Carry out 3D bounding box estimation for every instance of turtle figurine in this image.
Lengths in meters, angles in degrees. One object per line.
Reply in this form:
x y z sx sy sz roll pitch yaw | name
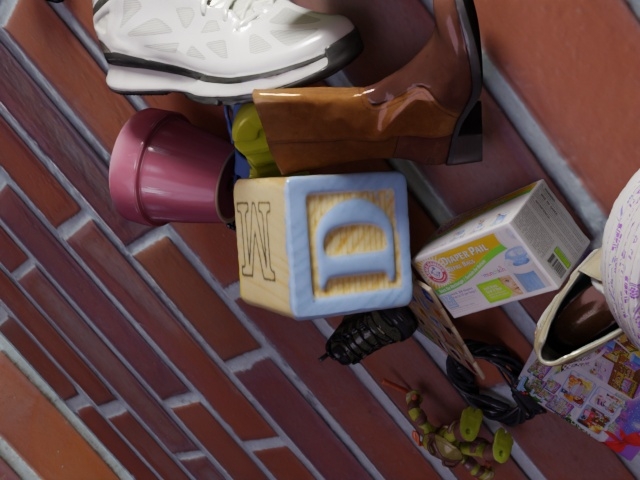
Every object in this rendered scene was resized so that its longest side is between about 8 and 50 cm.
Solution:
0.222 0.342 1.512 0.269 0.087 0.217 48 154 -3 | turtle figurine

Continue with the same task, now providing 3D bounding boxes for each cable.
0.277 0.229 1.413 0.184 0.047 0.151 47 149 -11 | cable

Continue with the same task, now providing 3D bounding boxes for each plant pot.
-0.221 -0.109 1.437 0.180 0.201 0.201 14 136 19 | plant pot

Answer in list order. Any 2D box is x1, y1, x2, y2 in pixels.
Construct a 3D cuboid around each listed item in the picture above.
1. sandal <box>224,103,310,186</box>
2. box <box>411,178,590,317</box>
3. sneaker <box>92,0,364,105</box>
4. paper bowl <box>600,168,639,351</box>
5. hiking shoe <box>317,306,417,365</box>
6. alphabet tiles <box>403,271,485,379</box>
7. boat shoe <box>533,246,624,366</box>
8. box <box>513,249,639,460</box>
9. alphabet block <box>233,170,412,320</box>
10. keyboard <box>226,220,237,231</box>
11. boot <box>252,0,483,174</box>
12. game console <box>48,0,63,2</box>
-0.087 -0.146 1.346 0.317 0.126 0.138 95 158 -56 | sandal
0.239 0.016 1.176 0.114 0.103 0.203 51 144 -9 | box
-0.162 -0.332 1.166 0.448 0.169 0.257 7 124 33 | sneaker
0.430 0.015 0.882 0.284 0.284 0.148 58 -174 -18 | paper bowl
0.079 0.169 1.466 0.086 0.114 0.227 46 152 -5 | hiking shoe
0.150 0.095 1.328 0.237 0.009 0.198 56 170 -29 | alphabet tiles
0.368 0.049 1.025 0.113 0.103 0.302 40 125 13 | boat shoe
0.407 0.169 1.206 0.201 0.057 0.293 32 143 18 | box
0.000 0.000 1.234 0.197 0.193 0.193 6 99 63 | alphabet block
-0.099 -0.013 1.550 0.180 0.023 0.108 22 139 29 | keyboard
0.057 -0.193 1.062 0.281 0.096 0.264 -1 145 9 | boot
-0.464 -0.544 1.355 0.213 0.044 0.361 35 143 15 | game console
